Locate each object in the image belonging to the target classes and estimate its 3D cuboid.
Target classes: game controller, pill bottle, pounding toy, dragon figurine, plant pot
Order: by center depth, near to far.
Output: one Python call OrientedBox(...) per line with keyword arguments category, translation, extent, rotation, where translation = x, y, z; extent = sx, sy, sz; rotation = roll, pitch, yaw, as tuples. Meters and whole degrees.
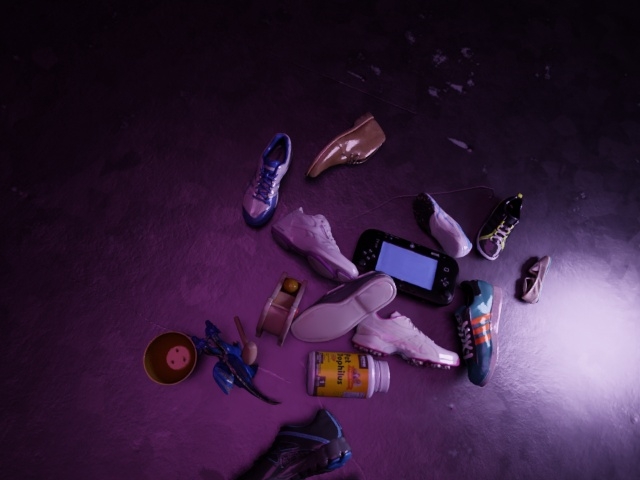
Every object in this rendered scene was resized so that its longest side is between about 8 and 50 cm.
OrientedBox(category="dragon figurine", translation=(-0.225, 0.339, 1.081), extent=(0.085, 0.144, 0.289), rotation=(-37, 80, -1))
OrientedBox(category="pounding toy", translation=(-0.140, 0.179, 1.093), extent=(0.155, 0.154, 0.269), rotation=(22, 39, 1))
OrientedBox(category="plant pot", translation=(-0.389, 0.312, 1.107), extent=(0.134, 0.095, 0.134), rotation=(1, 75, -4))
OrientedBox(category="pill bottle", translation=(0.071, 0.363, 1.119), extent=(0.215, 0.117, 0.117), rotation=(3, 74, -4))
OrientedBox(category="game controller", translation=(0.255, 0.079, 1.241), extent=(0.319, 0.067, 0.166), rotation=(20, 74, 0))

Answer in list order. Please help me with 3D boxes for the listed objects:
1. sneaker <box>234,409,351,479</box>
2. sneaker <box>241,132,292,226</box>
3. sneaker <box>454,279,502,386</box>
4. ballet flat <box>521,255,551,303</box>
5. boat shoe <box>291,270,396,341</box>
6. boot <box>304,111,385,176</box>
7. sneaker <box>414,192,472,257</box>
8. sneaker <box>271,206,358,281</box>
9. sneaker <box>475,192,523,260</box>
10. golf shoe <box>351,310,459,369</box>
OrientedBox(category="sneaker", translation=(-0.094, 0.567, 1.067), extent=(0.341, 0.125, 0.140), rotation=(-23, 50, -8))
OrientedBox(category="sneaker", translation=(-0.167, -0.190, 1.250), extent=(0.112, 0.131, 0.296), rotation=(17, 75, -2))
OrientedBox(category="sneaker", translation=(0.437, 0.256, 1.191), extent=(0.121, 0.108, 0.302), rotation=(15, 66, 1))
OrientedBox(category="ballet flat", translation=(0.660, 0.112, 1.272), extent=(0.052, 0.057, 0.168), rotation=(22, 73, 12))
OrientedBox(category="boat shoe", translation=(0.063, 0.183, 1.172), extent=(0.319, 0.099, 0.116), rotation=(-30, 107, 11))
OrientedBox(category="boot", translation=(0.083, -0.281, 1.314), extent=(0.305, 0.112, 0.115), rotation=(-40, 92, -16))
OrientedBox(category="sneaker", translation=(0.377, -0.050, 1.290), extent=(0.086, 0.085, 0.237), rotation=(-16, 67, -43))
OrientedBox(category="sneaker", translation=(0.000, 0.000, 1.190), extent=(0.305, 0.114, 0.152), rotation=(35, 66, 26))
OrientedBox(category="sneaker", translation=(0.560, -0.050, 1.286), extent=(0.084, 0.097, 0.235), rotation=(28, 74, 4))
OrientedBox(category="golf shoe", translation=(0.247, 0.274, 1.164), extent=(0.306, 0.115, 0.140), rotation=(15, 70, -1))
